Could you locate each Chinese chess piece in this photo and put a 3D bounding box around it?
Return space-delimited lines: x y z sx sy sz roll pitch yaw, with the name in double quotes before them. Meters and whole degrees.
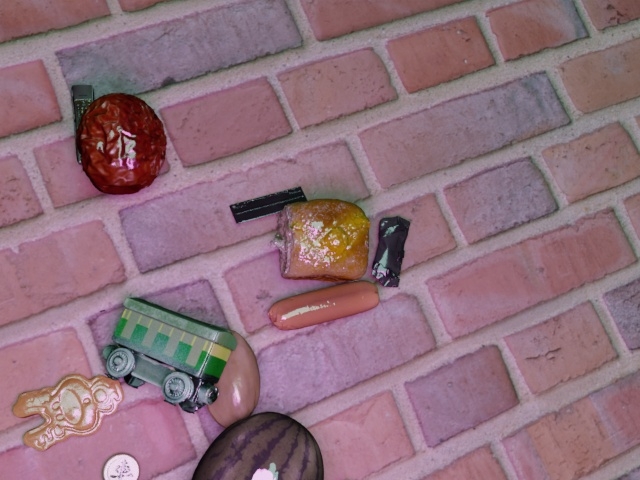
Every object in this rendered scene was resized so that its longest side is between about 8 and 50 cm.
"Chinese chess piece" -0.450 0.523 1.723 0.084 0.034 0.084 4 74 -13

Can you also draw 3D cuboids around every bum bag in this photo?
"bum bag" 0.185 0.025 1.990 0.087 0.049 0.198 16 72 -14

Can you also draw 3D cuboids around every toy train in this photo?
"toy train" -0.347 0.259 1.727 0.300 0.120 0.203 17 76 23

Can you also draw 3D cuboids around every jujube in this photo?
"jujube" -0.468 -0.229 1.821 0.212 0.213 0.232 -4 76 -14

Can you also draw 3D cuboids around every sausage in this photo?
"sausage" 0.012 0.161 1.896 0.288 0.086 0.086 -11 79 -17

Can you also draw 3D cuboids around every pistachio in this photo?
"pistachio" -0.208 0.324 1.782 0.135 0.136 0.226 -2 70 -14

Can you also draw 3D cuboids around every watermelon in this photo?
"watermelon" -0.145 0.551 1.660 0.278 0.279 0.360 27 85 -5

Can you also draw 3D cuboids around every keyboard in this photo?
"keyboard" -0.131 -0.092 1.958 0.197 0.010 0.064 -16 61 -16

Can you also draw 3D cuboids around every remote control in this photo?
"remote control" -0.585 -0.289 1.901 0.059 0.028 0.212 -4 78 -18

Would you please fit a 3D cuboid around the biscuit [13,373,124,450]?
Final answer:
"biscuit" -0.566 0.381 1.735 0.236 0.040 0.144 -20 87 -15

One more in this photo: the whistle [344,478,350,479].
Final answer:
"whistle" -0.013 0.672 1.746 0.131 0.106 0.288 37 73 17

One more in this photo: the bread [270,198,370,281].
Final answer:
"bread" 0.000 0.000 1.886 0.246 0.176 0.196 1 72 -12
